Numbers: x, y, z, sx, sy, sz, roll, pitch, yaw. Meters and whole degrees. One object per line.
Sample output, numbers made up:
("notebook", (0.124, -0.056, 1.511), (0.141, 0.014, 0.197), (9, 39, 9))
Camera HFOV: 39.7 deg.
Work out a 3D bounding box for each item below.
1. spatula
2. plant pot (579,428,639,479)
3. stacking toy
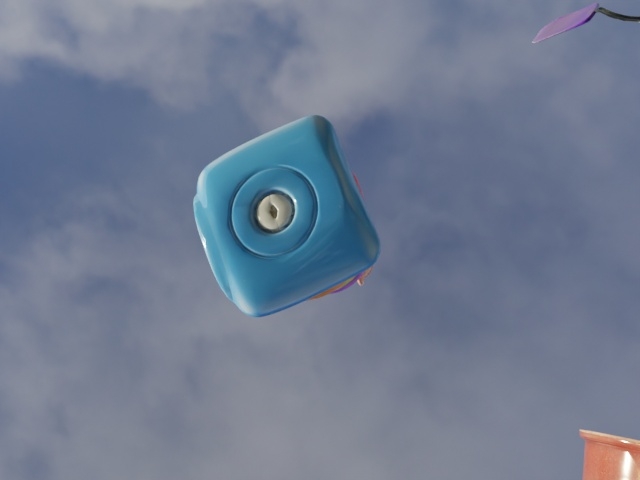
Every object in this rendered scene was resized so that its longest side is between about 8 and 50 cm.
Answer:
("spatula", (0.454, -0.323, 1.268), (0.296, 0.030, 0.084), (1, -146, 31))
("plant pot", (0.387, 0.359, 0.924), (0.272, 0.272, 0.265), (12, -99, 3))
("stacking toy", (0.000, 0.000, 0.986), (0.165, 0.302, 0.175), (-25, -107, 12))
